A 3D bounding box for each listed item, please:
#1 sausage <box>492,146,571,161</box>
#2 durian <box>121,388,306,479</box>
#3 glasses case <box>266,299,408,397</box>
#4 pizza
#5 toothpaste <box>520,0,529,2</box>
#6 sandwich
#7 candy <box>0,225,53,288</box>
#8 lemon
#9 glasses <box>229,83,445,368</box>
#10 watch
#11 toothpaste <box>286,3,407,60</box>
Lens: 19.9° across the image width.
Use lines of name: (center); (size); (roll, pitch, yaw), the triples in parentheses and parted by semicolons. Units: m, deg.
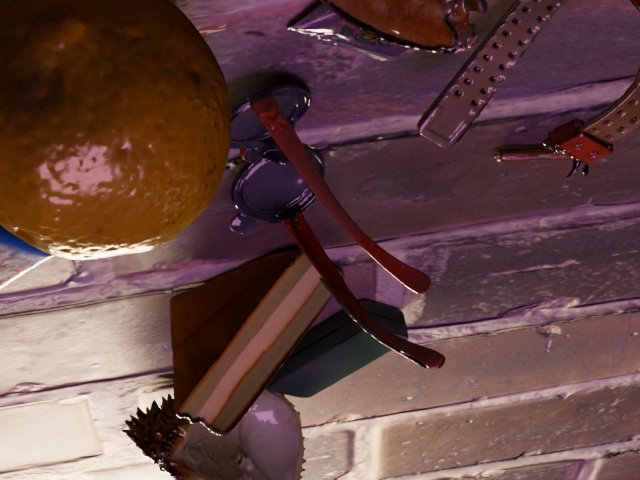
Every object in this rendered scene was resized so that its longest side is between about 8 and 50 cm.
sausage: (0.225, -0.089, 1.882); (0.100, 0.015, 0.015); (-3, 151, -15)
durian: (-0.118, 0.238, 2.237); (0.252, 0.139, 0.144); (19, 135, -43)
glasses case: (0.016, 0.132, 2.190); (0.078, 0.039, 0.184); (17, 141, -42)
pizza: (0.060, -0.248, 1.459); (0.052, 0.185, 0.195); (-41, 147, -40)
toothpaste: (0.223, -0.285, 1.487); (0.069, 0.047, 0.268); (19, 142, -13)
sandwich: (-0.064, 0.112, 2.018); (0.187, 0.144, 0.117); (-23, 152, 22)
candy: (-0.413, 0.017, 1.764); (0.306, 0.100, 0.157); (-28, 148, 31)
lemon: (-0.192, -0.104, 1.487); (0.228, 0.228, 0.253); (-19, 147, 16)
glasses: (0.000, 0.000, 1.715); (0.118, 0.268, 0.234); (-27, 152, -9)
watch: (0.215, -0.145, 1.595); (0.102, 0.165, 0.268); (21, 117, -45)
toothpaste: (0.098, -0.225, 1.540); (0.114, 0.073, 0.299); (11, 153, -34)
